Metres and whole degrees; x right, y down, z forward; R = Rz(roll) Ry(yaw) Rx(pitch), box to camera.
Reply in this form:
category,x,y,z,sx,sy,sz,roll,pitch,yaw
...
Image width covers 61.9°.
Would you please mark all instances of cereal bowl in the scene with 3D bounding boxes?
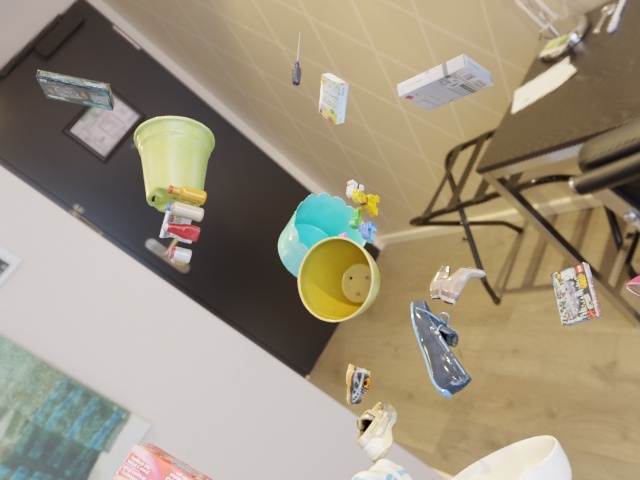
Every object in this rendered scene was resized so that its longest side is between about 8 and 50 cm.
category,x,y,z,sx,sy,sz,roll,pitch,yaw
cereal bowl,0.471,0.627,1.318,0.339,0.141,0.339,-28,-14,-8

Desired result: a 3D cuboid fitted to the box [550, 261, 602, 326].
category,x,y,z,sx,sy,sz,roll,pitch,yaw
box,0.623,0.132,1.304,0.094,0.027,0.136,-34,51,49

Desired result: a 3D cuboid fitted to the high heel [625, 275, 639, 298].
category,x,y,z,sx,sy,sz,roll,pitch,yaw
high heel,0.745,0.126,1.062,0.244,0.117,0.082,-134,45,-58

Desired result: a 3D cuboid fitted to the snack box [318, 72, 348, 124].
category,x,y,z,sx,sy,sz,roll,pitch,yaw
snack box,0.041,-0.469,1.770,0.037,0.100,0.141,-25,-41,-32

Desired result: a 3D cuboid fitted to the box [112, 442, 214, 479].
category,x,y,z,sx,sy,sz,roll,pitch,yaw
box,-0.296,0.536,1.103,0.122,0.257,0.128,-60,-6,-19

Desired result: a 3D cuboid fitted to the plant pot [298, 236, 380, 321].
category,x,y,z,sx,sy,sz,roll,pitch,yaw
plant pot,0.044,0.066,0.875,0.134,0.095,0.134,-5,79,29

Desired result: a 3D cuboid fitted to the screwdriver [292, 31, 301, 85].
category,x,y,z,sx,sy,sz,roll,pitch,yaw
screwdriver,-0.059,-0.462,1.357,0.025,0.024,0.169,-41,42,52

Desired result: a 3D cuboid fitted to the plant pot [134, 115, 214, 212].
category,x,y,z,sx,sy,sz,roll,pitch,yaw
plant pot,-0.501,-0.243,1.841,0.276,0.276,0.253,-33,54,42

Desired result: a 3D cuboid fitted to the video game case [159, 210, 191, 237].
category,x,y,z,sx,sy,sz,roll,pitch,yaw
video game case,-0.447,-0.054,1.667,0.122,0.011,0.087,-13,-54,-65

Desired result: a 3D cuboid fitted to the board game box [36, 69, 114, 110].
category,x,y,z,sx,sy,sz,roll,pitch,yaw
board game box,-0.692,-0.425,1.521,0.126,0.187,0.026,141,137,-71

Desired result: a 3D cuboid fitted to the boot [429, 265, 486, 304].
category,x,y,z,sx,sy,sz,roll,pitch,yaw
boot,0.305,0.103,1.195,0.119,0.042,0.086,3,65,33

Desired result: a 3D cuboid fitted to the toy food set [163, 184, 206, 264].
category,x,y,z,sx,sy,sz,roll,pitch,yaw
toy food set,-0.403,-0.034,1.510,0.232,0.105,0.111,-67,24,18

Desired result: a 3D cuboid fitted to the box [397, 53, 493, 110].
category,x,y,z,sx,sy,sz,roll,pitch,yaw
box,0.309,-0.386,1.325,0.186,0.145,0.038,-16,75,41

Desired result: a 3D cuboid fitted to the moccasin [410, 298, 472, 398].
category,x,y,z,sx,sy,sz,roll,pitch,yaw
moccasin,0.372,0.315,1.625,0.117,0.138,0.341,-29,45,16

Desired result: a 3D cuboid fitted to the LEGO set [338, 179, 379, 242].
category,x,y,z,sx,sy,sz,roll,pitch,yaw
LEGO set,0.093,-0.074,1.370,0.087,0.093,0.227,-15,54,37

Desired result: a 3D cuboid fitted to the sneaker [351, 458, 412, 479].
category,x,y,z,sx,sy,sz,roll,pitch,yaw
sneaker,0.136,0.561,1.238,0.087,0.229,0.092,-45,45,12

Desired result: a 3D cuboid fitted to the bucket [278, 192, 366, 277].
category,x,y,z,sx,sy,sz,roll,pitch,yaw
bucket,0.000,0.000,1.815,0.183,0.281,0.281,-48,13,51

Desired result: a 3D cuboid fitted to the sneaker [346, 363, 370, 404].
category,x,y,z,sx,sy,sz,roll,pitch,yaw
sneaker,0.141,0.534,1.945,0.083,0.214,0.084,4,45,11

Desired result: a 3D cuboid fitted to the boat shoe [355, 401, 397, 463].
category,x,y,z,sx,sy,sz,roll,pitch,yaw
boat shoe,0.166,0.570,1.659,0.109,0.098,0.302,-51,-3,14
